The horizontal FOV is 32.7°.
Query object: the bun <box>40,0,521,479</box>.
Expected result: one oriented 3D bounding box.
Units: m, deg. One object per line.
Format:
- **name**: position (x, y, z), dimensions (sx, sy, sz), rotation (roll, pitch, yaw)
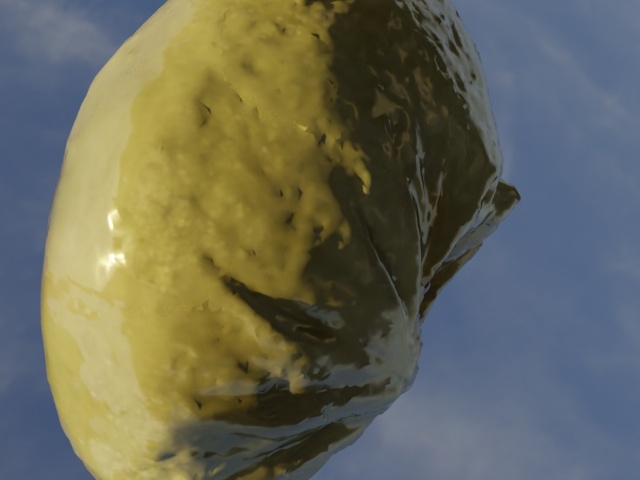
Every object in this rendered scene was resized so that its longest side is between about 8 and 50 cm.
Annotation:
- **bun**: position (0.000, 0.000, 0.392), dimensions (0.127, 0.222, 0.222), rotation (15, -126, 20)
